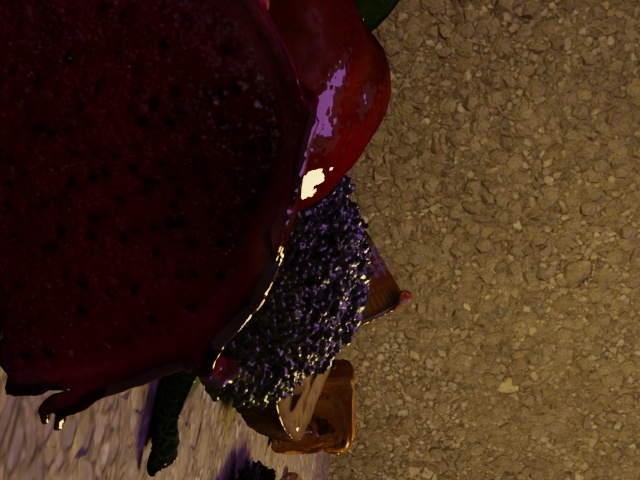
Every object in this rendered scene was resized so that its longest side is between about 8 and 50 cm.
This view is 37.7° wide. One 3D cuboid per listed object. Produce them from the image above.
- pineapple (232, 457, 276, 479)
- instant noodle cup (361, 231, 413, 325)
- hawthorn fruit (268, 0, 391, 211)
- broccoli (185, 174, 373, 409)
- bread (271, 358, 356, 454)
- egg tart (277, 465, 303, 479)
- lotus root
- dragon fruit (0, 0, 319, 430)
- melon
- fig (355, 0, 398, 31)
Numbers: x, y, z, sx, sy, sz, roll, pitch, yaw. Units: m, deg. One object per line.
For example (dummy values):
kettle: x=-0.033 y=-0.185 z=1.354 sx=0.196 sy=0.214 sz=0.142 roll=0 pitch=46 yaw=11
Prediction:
pineapple: x=-0.094 y=0.336 z=1.211 sx=0.159 sy=0.074 sz=0.074 roll=-78 pitch=173 yaw=-75
instant noodle cup: x=-0.010 y=0.015 z=1.032 sx=0.168 sy=0.168 sz=0.185 roll=6 pitch=60 yaw=-84
hawthorn fruit: x=-0.055 y=-0.091 z=0.618 sx=0.185 sy=0.185 sz=0.202 roll=88 pitch=25 yaw=-55
broccoli: x=-0.051 y=0.011 z=0.805 sx=0.198 sy=0.226 sz=0.176 roll=-7 pitch=145 yaw=-50
bread: x=-0.006 y=0.292 z=1.653 sx=0.143 sy=0.149 sz=0.158 roll=-48 pitch=144 yaw=-86
egg tart: x=-0.079 y=0.438 z=1.340 sx=0.234 sy=0.094 sz=0.234 roll=8 pitch=90 yaw=-87
lotus root: x=-0.044 y=0.169 z=1.195 sx=0.260 sy=0.075 sz=0.170 roll=46 pitch=50 yaw=-65
dragon fruit: x=-0.075 y=-0.042 z=0.484 sx=0.126 sy=0.161 sz=0.274 roll=-57 pitch=151 yaw=-72
melon: x=-0.121 y=0.119 z=0.893 sx=0.261 sy=0.053 sz=0.114 roll=-68 pitch=-178 yaw=-56
fig: x=-0.019 y=-0.212 z=0.759 sx=0.195 sy=0.195 sz=0.244 roll=-55 pitch=158 yaw=-78
